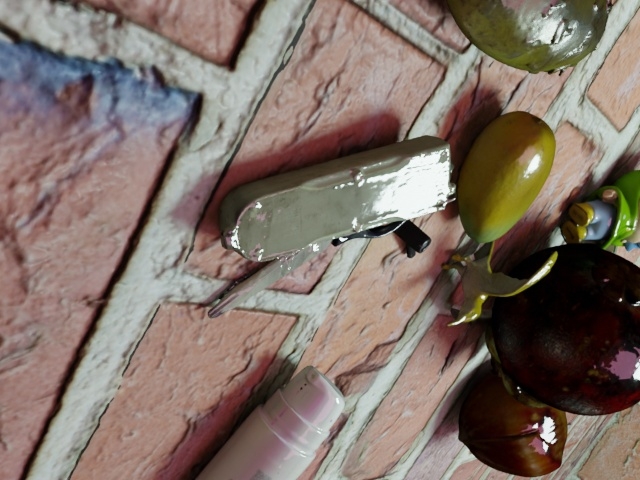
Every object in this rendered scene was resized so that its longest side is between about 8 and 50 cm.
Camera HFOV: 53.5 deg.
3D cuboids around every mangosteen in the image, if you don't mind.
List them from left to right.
[{"bbox_3d":[0.422,0.153,1.070,0.311,0.311,0.311,-27,138,-27],"label":"mangosteen"}]

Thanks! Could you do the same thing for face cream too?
[{"bbox_3d":[-0.099,0.307,0.815,0.345,0.102,0.102,-48,143,0],"label":"face cream"}]

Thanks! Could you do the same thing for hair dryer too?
[{"bbox_3d":[0.118,0.006,0.824,0.026,0.047,0.083,-40,157,-12],"label":"hair dryer"}]

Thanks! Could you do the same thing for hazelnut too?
[{"bbox_3d":[0.383,0.364,1.288,0.229,0.229,0.229,-27,138,-27],"label":"hazelnut"}]

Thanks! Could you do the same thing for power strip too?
[{"bbox_3d":[0.023,-0.043,0.653,0.286,0.048,0.080,-19,121,-28],"label":"power strip"}]

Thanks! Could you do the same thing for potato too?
[{"bbox_3d":[0.208,-0.248,0.628,0.251,0.113,0.149,16,109,-51],"label":"potato"}]

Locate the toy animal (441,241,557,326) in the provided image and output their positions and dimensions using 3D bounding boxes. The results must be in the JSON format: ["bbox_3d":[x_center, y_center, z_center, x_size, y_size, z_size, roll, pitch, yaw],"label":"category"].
[{"bbox_3d":[0.216,0.067,0.935,0.155,0.095,0.219,-21,166,-33],"label":"toy animal"}]

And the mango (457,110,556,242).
[{"bbox_3d":[0.236,-0.078,0.824,0.130,0.092,0.194,-20,139,-36],"label":"mango"}]

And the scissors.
[{"bbox_3d":[0.000,0.000,0.712,0.300,0.022,0.109,-33,137,-19],"label":"scissors"}]

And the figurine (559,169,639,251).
[{"bbox_3d":[0.557,-0.047,1.153,0.263,0.143,0.162,-7,122,-21],"label":"figurine"}]

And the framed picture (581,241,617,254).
[{"bbox_3d":[0.573,0.026,1.322,0.150,0.015,0.203,-38,141,-15],"label":"framed picture"}]
